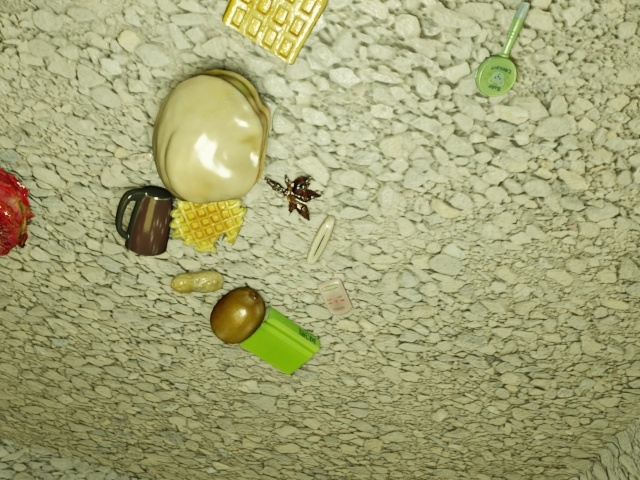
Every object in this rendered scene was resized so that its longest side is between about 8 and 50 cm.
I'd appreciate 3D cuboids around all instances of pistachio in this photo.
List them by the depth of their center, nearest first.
[{"bbox_3d":[-0.333,-0.292,1.400,0.365,0.281,0.445,41,121,-5],"label":"pistachio"}]

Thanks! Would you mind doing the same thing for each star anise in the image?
[{"bbox_3d":[-0.076,-0.164,1.588,0.157,0.053,0.212,-26,112,19],"label":"star anise"}]

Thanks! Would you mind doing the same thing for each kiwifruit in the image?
[{"bbox_3d":[-0.314,0.284,1.781,0.196,0.196,0.234,34,110,-14],"label":"kiwifruit"}]

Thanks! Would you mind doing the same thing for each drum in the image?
[{"bbox_3d":[0.513,-0.544,1.328,0.130,0.049,0.253,0,119,4],"label":"drum"}]

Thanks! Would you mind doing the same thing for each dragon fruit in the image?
[{"bbox_3d":[-1.187,-0.132,1.592,0.386,0.249,0.371,1,135,8],"label":"dragon fruit"}]

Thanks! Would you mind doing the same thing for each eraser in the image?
[{"bbox_3d":[-0.171,0.413,1.901,0.274,0.092,0.210,40,114,-18],"label":"eraser"}]

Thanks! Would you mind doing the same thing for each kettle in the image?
[{"bbox_3d":[-0.616,-0.079,1.617,0.202,0.144,0.232,-2,121,-40],"label":"kettle"}]

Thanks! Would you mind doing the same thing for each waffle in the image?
[{"bbox_3d":[-0.130,-0.660,1.310,0.248,0.055,0.221,29,118,-11],"label":"waffle"},{"bbox_3d":[-0.401,-0.071,1.633,0.250,0.056,0.261,20,116,-21],"label":"waffle"}]

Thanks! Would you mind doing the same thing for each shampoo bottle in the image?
[{"bbox_3d":[-0.179,-0.406,1.465,0.072,0.043,0.099,17,119,-2],"label":"shampoo bottle"}]

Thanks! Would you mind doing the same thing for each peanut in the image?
[{"bbox_3d":[-0.479,0.160,1.788,0.214,0.099,0.099,-1,119,11],"label":"peanut"}]

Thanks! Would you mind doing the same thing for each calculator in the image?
[{"bbox_3d":[0.057,0.218,1.805,0.100,0.032,0.175,-18,116,14],"label":"calculator"}]

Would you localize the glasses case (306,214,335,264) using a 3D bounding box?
[{"bbox_3d":[0.000,0.000,1.660,0.051,0.081,0.204,23,117,-6],"label":"glasses case"}]

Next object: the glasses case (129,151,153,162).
[{"bbox_3d":[-0.613,-0.284,1.581,0.083,0.021,0.032,-4,117,7],"label":"glasses case"}]
